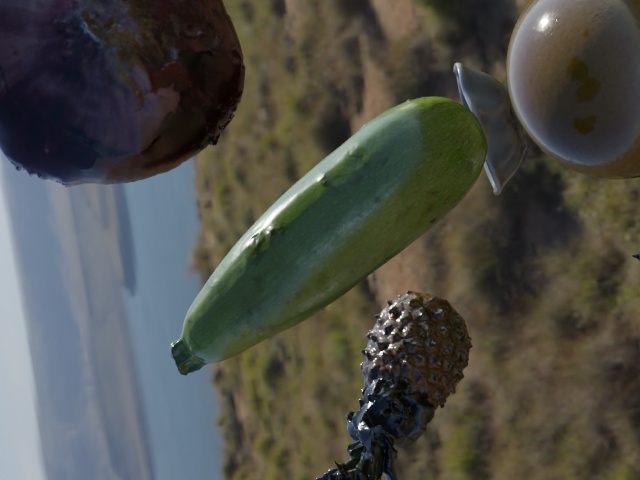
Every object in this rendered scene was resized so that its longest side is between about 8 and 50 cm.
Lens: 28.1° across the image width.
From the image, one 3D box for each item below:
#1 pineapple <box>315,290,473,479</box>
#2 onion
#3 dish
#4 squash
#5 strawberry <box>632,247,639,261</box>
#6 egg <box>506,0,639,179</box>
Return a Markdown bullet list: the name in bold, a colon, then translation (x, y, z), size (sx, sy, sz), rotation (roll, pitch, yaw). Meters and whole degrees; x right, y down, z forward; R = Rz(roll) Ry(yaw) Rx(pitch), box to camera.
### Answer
- **pineapple**: translation (0.069, 0.169, 1.306), size (0.251, 0.125, 0.125), rotation (-58, -15, -34)
- **onion**: translation (-0.190, -0.159, 1.142), size (0.219, 0.252, 0.252), rotation (107, 151, -75)
- **dish**: translation (0.279, -0.184, 2.018), size (0.229, 0.081, 0.229), rotation (-19, -90, -84)
- **squash**: translation (-0.002, -0.002, 1.198), size (0.118, 0.370, 0.118), rotation (52, -178, -3)
- **strawberry**: translation (0.532, 0.031, 1.857), size (0.148, 0.131, 0.131), rotation (-68, -30, -83)
- **egg**: translation (0.338, -0.200, 1.478), size (0.322, 0.250, 0.250), rotation (-107, 10, -74)
